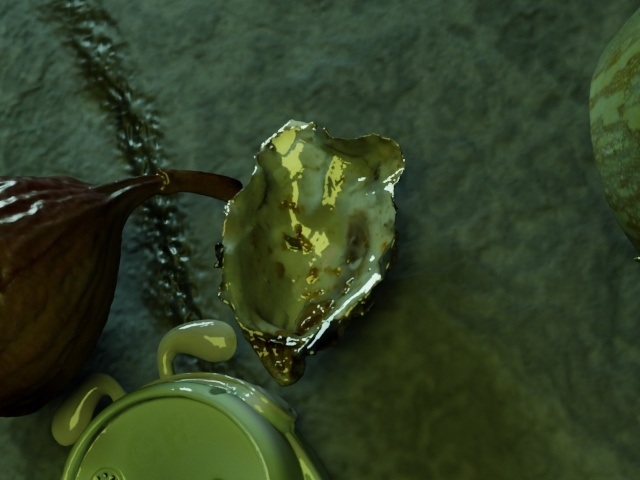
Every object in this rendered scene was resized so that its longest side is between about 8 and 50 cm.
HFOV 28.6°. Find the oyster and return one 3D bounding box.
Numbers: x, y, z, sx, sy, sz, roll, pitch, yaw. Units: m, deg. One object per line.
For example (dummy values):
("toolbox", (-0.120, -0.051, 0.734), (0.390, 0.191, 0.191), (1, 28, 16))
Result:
("oyster", (-0.006, 0.007, 0.677), (0.103, 0.051, 0.148), (15, 67, 24))

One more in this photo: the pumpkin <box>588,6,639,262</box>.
("pumpkin", (0.209, -0.047, 0.577), (0.110, 0.217, 0.217), (-3, 72, 58))

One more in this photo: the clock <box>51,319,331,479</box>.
("clock", (-0.072, 0.142, 0.662), (0.151, 0.062, 0.191), (-29, 69, 10))

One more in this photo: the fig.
("fig", (-0.141, 0.004, 0.680), (0.201, 0.146, 0.134), (-35, 107, -1))
